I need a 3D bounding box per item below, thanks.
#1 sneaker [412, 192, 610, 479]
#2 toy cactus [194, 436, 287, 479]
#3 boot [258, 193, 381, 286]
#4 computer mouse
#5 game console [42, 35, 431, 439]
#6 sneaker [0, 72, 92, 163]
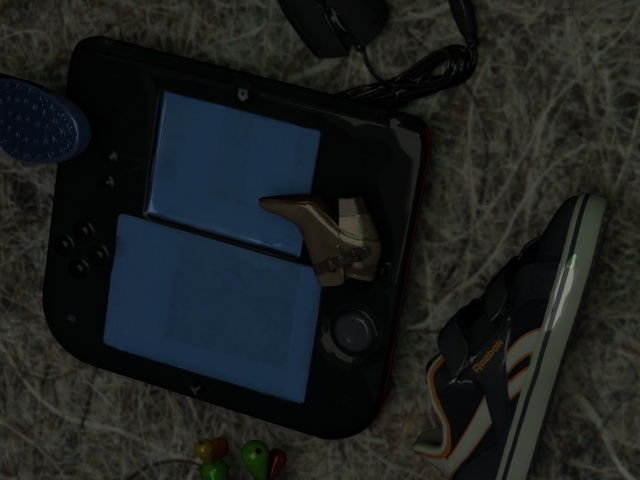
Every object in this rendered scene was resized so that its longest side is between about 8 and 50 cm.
[{"bbox_3d":[0.172,0.094,1.701,0.127,0.126,0.321,20,111,11],"label":"sneaker"},{"bbox_3d":[-0.074,0.299,1.878,0.180,0.112,0.219,25,109,-5],"label":"toy cactus"},{"bbox_3d":[0.000,0.000,1.723,0.118,0.042,0.087,1,105,23],"label":"boot"},{"bbox_3d":[0.039,-0.240,1.713,0.184,0.060,0.262,-17,96,25],"label":"computer mouse"},{"bbox_3d":[-0.093,0.000,1.808,0.386,0.060,0.342,16,113,18],"label":"game console"},{"bbox_3d":[-0.306,-0.131,1.839,0.232,0.090,0.081,17,107,32],"label":"sneaker"}]
